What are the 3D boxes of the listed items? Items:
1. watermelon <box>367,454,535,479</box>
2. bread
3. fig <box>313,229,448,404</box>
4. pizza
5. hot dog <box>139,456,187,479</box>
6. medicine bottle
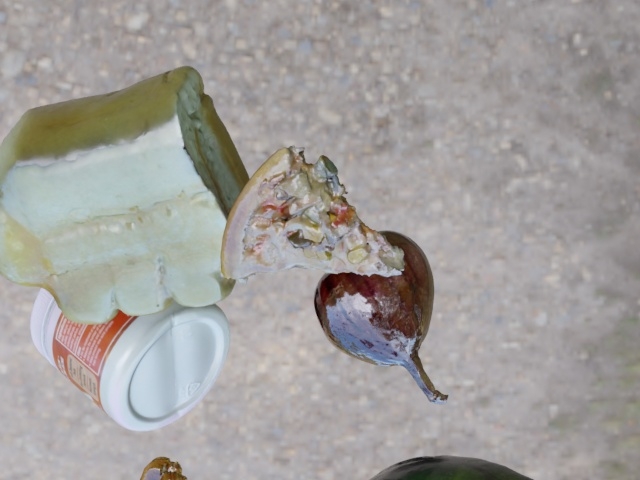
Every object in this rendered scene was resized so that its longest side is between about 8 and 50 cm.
[{"bbox_3d":[0.067,0.271,1.117,0.129,0.123,0.301,51,123,6],"label":"watermelon"},{"bbox_3d":[-0.254,-0.054,1.599,0.341,0.210,0.300,-17,125,15],"label":"bread"},{"bbox_3d":[0.067,0.090,1.570,0.149,0.202,0.148,-8,152,16],"label":"fig"},{"bbox_3d":[0.000,0.000,1.329,0.195,0.052,0.185,20,124,-12],"label":"pizza"},{"bbox_3d":[-0.233,0.368,1.798,0.045,0.071,0.165,-10,138,-43],"label":"hot dog"},{"bbox_3d":[-0.314,0.156,2.142,0.241,0.252,0.252,35,159,33],"label":"medicine bottle"}]
